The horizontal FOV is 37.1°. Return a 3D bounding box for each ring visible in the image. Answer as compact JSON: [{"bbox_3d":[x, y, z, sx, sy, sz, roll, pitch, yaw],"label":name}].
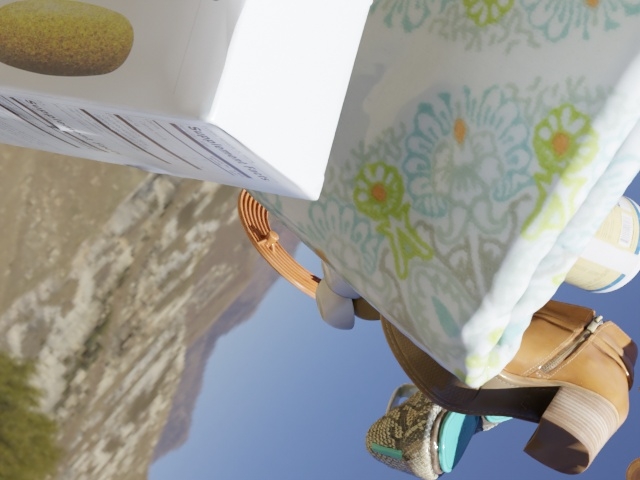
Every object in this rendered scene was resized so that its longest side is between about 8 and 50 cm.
[{"bbox_3d":[0.000,0.000,1.720,0.032,0.337,0.336,-51,-178,26],"label":"ring"}]

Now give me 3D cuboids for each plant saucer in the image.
[{"bbox_3d":[0.499,0.363,1.429,0.083,0.083,0.013,-43,172,38],"label":"plant saucer"}]

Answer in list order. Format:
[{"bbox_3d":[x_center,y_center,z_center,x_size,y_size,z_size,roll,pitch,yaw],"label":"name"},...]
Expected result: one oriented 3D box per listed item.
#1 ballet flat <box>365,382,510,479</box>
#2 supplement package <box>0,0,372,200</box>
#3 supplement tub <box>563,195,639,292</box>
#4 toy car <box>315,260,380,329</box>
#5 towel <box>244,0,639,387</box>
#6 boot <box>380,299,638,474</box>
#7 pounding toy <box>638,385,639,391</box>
[{"bbox_3d":[0.229,0.268,1.657,0.182,0.163,0.483,3,-166,34],"label":"ballet flat"},{"bbox_3d":[-0.114,-0.121,0.521,0.134,0.244,0.139,32,71,-65],"label":"supplement package"},{"bbox_3d":[0.331,-0.018,1.298,0.144,0.200,0.144,-34,-134,46],"label":"supplement tub"},{"bbox_3d":[0.069,0.017,1.158,0.159,0.136,0.182,-11,150,-12],"label":"toy car"},{"bbox_3d":[0.092,-0.137,0.685,0.090,0.320,0.374,7,119,-49],"label":"towel"},{"bbox_3d":[0.224,0.111,1.080,0.220,0.283,0.109,-41,157,-48],"label":"boot"},{"bbox_3d":[0.457,0.211,1.126,0.181,0.094,0.206,-1,180,-19],"label":"pounding toy"}]
